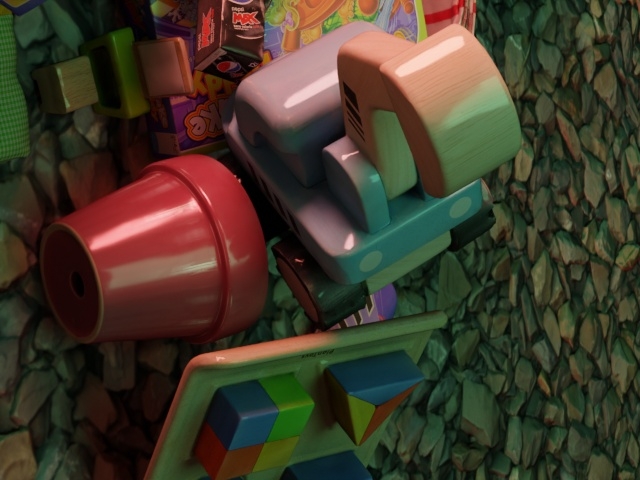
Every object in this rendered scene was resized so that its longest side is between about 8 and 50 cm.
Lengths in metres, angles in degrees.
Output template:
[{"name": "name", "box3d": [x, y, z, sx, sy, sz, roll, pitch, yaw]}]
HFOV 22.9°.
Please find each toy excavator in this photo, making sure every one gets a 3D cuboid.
[{"name": "toy excavator", "box3d": [0.039, -0.103, 1.517, 0.222, 0.433, 0.445, -31, 142, -11]}]

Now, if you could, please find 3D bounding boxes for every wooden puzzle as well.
[{"name": "wooden puzzle", "box3d": [-0.036, 0.227, 1.689, 0.322, 0.080, 0.348, -9, 139, -38]}]

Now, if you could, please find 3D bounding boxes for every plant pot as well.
[{"name": "plant pot", "box3d": [-0.183, 0.022, 1.645, 0.180, 0.201, 0.201, -15, 102, -35]}]

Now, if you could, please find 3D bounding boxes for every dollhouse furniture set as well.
[{"name": "dollhouse furniture set", "box3d": [-0.270, -0.182, 1.552, 0.301, 0.151, 0.197, -28, 111, -48]}]

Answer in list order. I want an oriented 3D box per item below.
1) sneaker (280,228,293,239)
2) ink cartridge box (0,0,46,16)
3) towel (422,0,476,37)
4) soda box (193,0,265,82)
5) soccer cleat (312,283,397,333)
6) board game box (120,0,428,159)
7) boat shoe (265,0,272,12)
[{"name": "sneaker", "box3d": [0.000, 0.000, 1.972, 0.144, 0.053, 0.059, 54, 48, -38]}, {"name": "ink cartridge box", "box3d": [-0.306, -0.391, 1.402, 0.270, 0.151, 0.395, 35, 40, -43]}, {"name": "towel", "box3d": [0.109, -0.199, 1.976, 0.037, 0.237, 0.329, 6, 84, -29]}, {"name": "soda box", "box3d": [-0.093, -0.255, 1.652, 0.053, 0.060, 0.169, 15, 62, -30]}, {"name": "soccer cleat", "box3d": [0.031, 0.156, 1.956, 0.318, 0.116, 0.108, -50, 127, -39]}, {"name": "board game box", "box3d": [-0.046, -0.246, 1.800, 0.347, 0.078, 0.233, -18, 105, -28]}, {"name": "boat shoe", "box3d": [-0.057, -0.303, 1.717, 0.046, 0.038, 0.125, 18, 86, -29]}]
